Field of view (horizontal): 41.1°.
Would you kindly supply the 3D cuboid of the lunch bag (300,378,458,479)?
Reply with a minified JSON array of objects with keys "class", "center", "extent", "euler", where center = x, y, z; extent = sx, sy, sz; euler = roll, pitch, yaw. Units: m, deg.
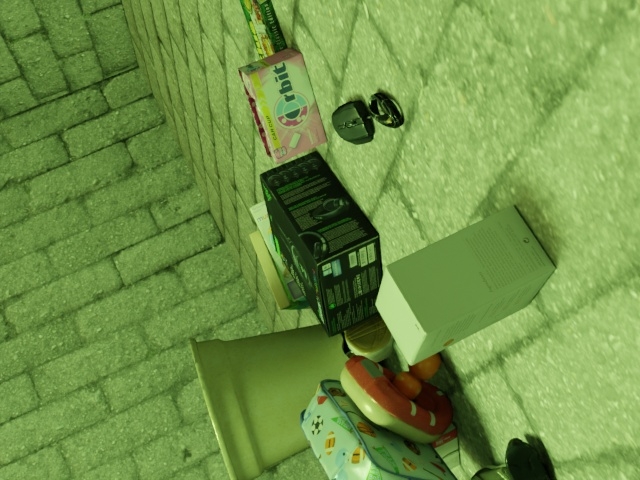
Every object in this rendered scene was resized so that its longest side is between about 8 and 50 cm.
[{"class":"lunch bag","center":[0.109,0.381,1.521],"extent":[0.243,0.115,0.303],"euler":[25,-165,-29]}]

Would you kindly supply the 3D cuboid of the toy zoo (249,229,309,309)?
[{"class":"toy zoo","center":[-0.070,0.075,2.073],"extent":[0.192,0.030,0.293],"euler":[67,-164,10]}]

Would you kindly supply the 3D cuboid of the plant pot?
[{"class":"plant pot","center":[-0.082,0.321,1.802],"extent":[0.334,0.305,0.334],"euler":[163,90,-81]}]

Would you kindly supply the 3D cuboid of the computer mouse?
[{"class":"computer mouse","center":[0.063,-0.179,1.280],"extent":[0.071,0.041,0.242],"euler":[68,167,-8]}]

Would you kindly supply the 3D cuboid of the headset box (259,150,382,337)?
[{"class":"headset box","center":[0.000,0.000,1.688],"extent":[0.283,0.131,0.246],"euler":[57,165,37]}]

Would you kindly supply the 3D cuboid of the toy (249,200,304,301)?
[{"class":"toy","center":[-0.055,0.005,1.908],"extent":[0.237,0.137,0.056],"euler":[64,-170,0]}]

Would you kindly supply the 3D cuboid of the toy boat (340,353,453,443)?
[{"class":"toy boat","center":[0.156,0.252,1.500],"extent":[0.231,0.151,0.151],"euler":[34,-172,-41]}]

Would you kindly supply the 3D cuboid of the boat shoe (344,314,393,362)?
[{"class":"boat shoe","center":[0.102,0.201,1.750],"extent":[0.277,0.098,0.096],"euler":[-123,11,-75]}]

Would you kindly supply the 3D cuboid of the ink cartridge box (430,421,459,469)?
[{"class":"ink cartridge box","center":[0.220,0.379,1.663],"extent":[0.099,0.056,0.135],"euler":[53,162,44]}]

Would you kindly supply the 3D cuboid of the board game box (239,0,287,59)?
[{"class":"board game box","center":[-0.097,-0.375,1.619],"extent":[0.136,0.030,0.259],"euler":[-138,26,-67]}]

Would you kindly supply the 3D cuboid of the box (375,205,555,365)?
[{"class":"box","center":[0.163,0.055,0.992],"extent":[0.091,0.170,0.130],"euler":[61,167,20]}]

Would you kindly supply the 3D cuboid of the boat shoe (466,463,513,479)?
[{"class":"boat shoe","center":[0.282,0.439,1.431],"extent":[0.109,0.091,0.305],"euler":[61,167,19]}]

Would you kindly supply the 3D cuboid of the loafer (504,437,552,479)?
[{"class":"loafer","center":[0.318,0.366,1.244],"extent":[0.061,0.062,0.170],"euler":[-47,-62,-79]}]

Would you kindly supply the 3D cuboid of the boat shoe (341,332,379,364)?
[{"class":"boat shoe","center":[0.085,0.300,1.961],"extent":[0.103,0.113,0.302],"euler":[65,170,-27]}]

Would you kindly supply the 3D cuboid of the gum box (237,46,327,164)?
[{"class":"gum box","center":[-0.066,-0.241,1.554],"extent":[0.062,0.107,0.188],"euler":[46,157,58]}]
